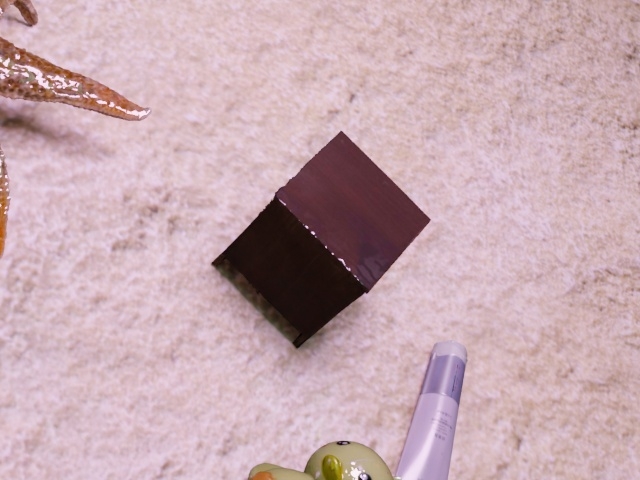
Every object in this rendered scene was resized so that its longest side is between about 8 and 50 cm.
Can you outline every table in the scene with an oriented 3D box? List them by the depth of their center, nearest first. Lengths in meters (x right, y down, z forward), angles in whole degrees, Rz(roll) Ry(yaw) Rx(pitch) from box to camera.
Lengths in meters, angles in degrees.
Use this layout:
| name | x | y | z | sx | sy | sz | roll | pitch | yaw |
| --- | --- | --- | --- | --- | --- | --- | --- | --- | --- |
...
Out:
| name | x | y | z | sx | sy | sz | roll | pitch | yaw |
| --- | --- | --- | --- | --- | --- | --- | --- | --- | --- |
| table | 0.000 | 0.000 | 1.488 | 0.169 | 0.193 | 0.172 | 45 | 49 | -1 |

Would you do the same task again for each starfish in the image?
| name | x | y | z | sx | sy | sz | roll | pitch | yaw |
| --- | --- | --- | --- | --- | --- | --- | --- | --- | --- |
| starfish | -0.450 | -0.187 | 1.374 | 0.384 | 0.132 | 0.398 | 45 | 52 | -7 |

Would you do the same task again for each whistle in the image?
| name | x | y | z | sx | sy | sz | roll | pitch | yaw |
| --- | --- | --- | --- | --- | --- | --- | --- | --- | --- |
| whistle | -0.028 | 0.306 | 1.327 | 0.294 | 0.141 | 0.141 | 3 | 62 | -31 |

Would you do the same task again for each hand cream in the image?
| name | x | y | z | sx | sy | sz | roll | pitch | yaw |
| --- | --- | --- | --- | --- | --- | --- | --- | --- | --- |
| hand cream | 0.156 | 0.252 | 1.534 | 0.079 | 0.048 | 0.255 | 26 | 54 | -10 |
